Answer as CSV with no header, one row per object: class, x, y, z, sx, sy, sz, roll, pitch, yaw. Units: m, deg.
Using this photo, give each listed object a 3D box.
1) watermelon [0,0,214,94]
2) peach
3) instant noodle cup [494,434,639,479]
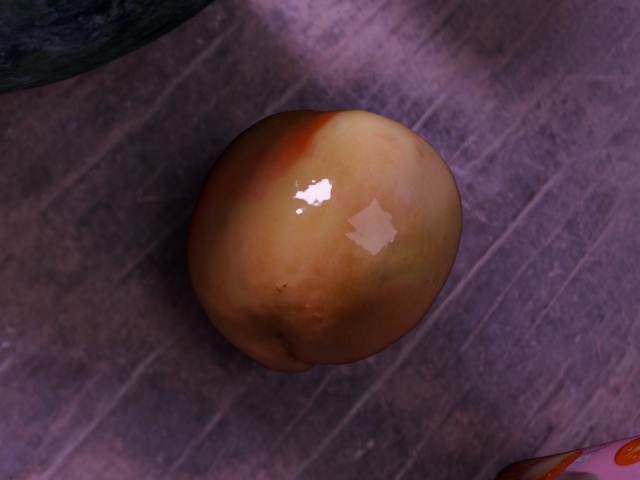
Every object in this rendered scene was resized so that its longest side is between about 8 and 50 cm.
watermelon,-0.185,-0.227,1.187,0.387,0.228,0.258,-23,86,-45
peach,0.000,0.000,1.291,0.184,0.184,0.184,9,75,-37
instant noodle cup,0.246,0.242,1.397,0.243,0.231,0.243,8,76,-37
